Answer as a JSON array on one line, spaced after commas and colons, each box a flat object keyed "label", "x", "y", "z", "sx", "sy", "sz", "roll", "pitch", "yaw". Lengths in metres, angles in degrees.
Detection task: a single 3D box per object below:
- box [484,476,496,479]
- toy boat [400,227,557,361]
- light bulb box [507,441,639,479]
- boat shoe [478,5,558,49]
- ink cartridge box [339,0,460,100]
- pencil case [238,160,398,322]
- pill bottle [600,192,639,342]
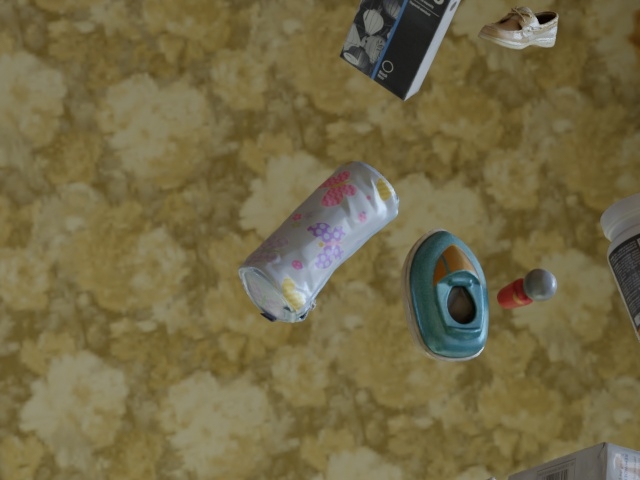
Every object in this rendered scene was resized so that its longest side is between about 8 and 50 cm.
[{"label": "box", "x": 0.206, "y": 0.390, "z": 1.465, "sx": 0.087, "sy": 0.102, "sz": 0.101, "roll": -32, "pitch": 175, "yaw": -46}, {"label": "toy boat", "x": 0.308, "y": 0.099, "z": 2.160, "sx": 0.318, "sy": 0.268, "sz": 0.148, "roll": -1, "pitch": 164, "yaw": -30}, {"label": "light bulb box", "x": 0.547, "y": 0.524, "z": 1.883, "sx": 0.361, "sy": 0.225, "sz": 0.358, "roll": 17, "pitch": 155, "yaw": -13}, {"label": "boat shoe", "x": 0.301, "y": -0.325, "z": 1.659, "sx": 0.063, "sy": 0.059, "sz": 0.170, "roll": 32, "pitch": -150, "yaw": 34}, {"label": "ink cartridge box", "x": 0.161, "y": -0.433, "z": 2.023, "sx": 0.065, "sy": 0.165, "sz": 0.333, "roll": -39, "pitch": 159, "yaw": -45}, {"label": "pencil case", "x": 0.000, "y": 0.000, "z": 1.655, "sx": 0.124, "sy": 0.113, "sz": 0.273, "roll": 26, "pitch": -120, "yaw": 31}, {"label": "pill bottle", "x": 0.627, "y": 0.059, "z": 2.032, "sx": 0.162, "sy": 0.279, "sz": 0.162, "roll": -11, "pitch": 152, "yaw": -6}]
